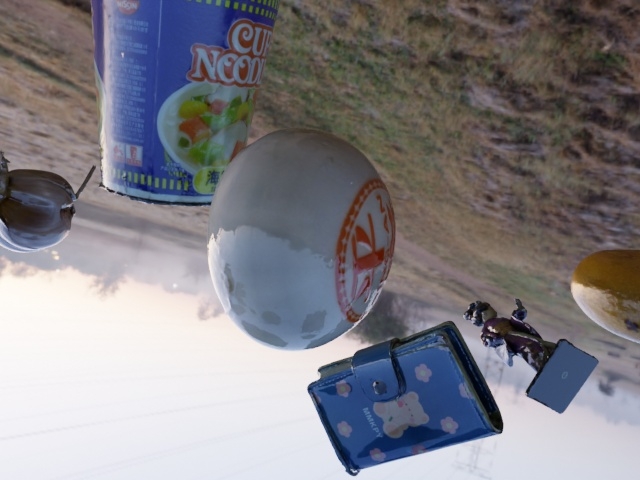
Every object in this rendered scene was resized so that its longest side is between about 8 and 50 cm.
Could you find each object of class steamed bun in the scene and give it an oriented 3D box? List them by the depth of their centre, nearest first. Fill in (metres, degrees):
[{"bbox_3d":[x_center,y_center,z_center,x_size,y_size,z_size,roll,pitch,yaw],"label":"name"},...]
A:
[{"bbox_3d":[0.000,0.000,0.657,0.145,0.231,0.232,3,170,28],"label":"steamed bun"}]

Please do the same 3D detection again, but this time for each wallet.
[{"bbox_3d":[0.090,0.186,0.747,0.202,0.141,0.059,-27,176,30],"label":"wallet"}]

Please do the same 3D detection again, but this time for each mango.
[{"bbox_3d":[0.539,0.096,0.990,0.295,0.120,0.177,20,-141,34],"label":"mango"}]

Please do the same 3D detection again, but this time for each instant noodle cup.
[{"bbox_3d":[-0.199,-0.218,0.893,0.284,0.312,0.284,8,-166,-2],"label":"instant noodle cup"}]

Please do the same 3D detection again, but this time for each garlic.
[{"bbox_3d":[-0.567,-0.108,1.277,0.207,0.256,0.207,27,154,14],"label":"garlic"}]

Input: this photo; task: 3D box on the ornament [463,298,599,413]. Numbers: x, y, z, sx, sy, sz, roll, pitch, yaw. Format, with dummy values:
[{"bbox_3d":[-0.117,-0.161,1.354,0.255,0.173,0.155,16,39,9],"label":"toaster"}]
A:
[{"bbox_3d":[0.256,0.121,0.837,0.088,0.081,0.203,31,-168,-29],"label":"ornament"}]
